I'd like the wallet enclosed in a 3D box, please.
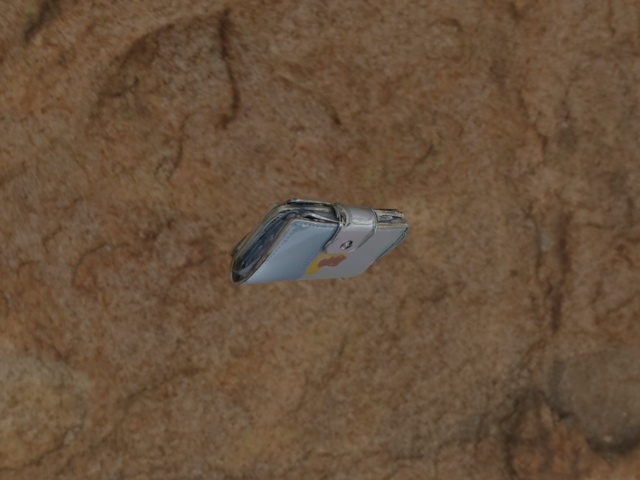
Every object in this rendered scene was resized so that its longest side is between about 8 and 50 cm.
[{"bbox_3d":[0.000,0.000,1.255,0.231,0.069,0.170,0,146,-44],"label":"wallet"}]
